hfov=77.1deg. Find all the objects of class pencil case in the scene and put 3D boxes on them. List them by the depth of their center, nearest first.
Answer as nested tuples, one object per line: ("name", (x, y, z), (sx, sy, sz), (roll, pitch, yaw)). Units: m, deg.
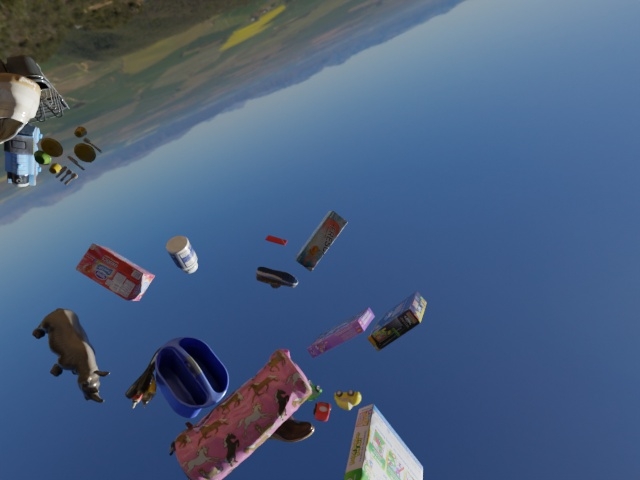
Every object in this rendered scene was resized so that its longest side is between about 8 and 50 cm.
("pencil case", (-0.201, 0.469, 1.082), (0.386, 0.167, 0.160), (-37, 177, -17))

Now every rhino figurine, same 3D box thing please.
("rhino figurine", (-0.534, 0.252, 0.871), (0.106, 0.243, 0.073), (-49, 161, 23))

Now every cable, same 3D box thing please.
("cable", (-0.733, 0.586, 1.722), (0.139, 0.072, 0.287), (-23, -155, 14))

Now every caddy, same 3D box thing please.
("caddy", (-0.546, 0.567, 1.693), (0.341, 0.179, 0.241), (43, -141, 21))

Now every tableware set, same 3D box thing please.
("tableware set", (-0.594, -0.207, 0.941), (0.154, 0.104, 0.024), (-33, -149, 20))

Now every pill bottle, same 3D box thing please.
("pill bottle", (-0.415, 0.046, 1.218), (0.067, 0.120, 0.067), (-3, -129, 4))

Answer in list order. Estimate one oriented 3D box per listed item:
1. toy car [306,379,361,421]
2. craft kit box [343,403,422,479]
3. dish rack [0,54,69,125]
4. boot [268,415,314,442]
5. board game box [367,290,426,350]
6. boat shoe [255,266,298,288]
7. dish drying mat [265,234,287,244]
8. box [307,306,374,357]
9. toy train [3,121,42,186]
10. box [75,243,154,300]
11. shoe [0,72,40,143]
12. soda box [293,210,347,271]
("toy car", (0.000, 0.577, 1.452), (0.239, 0.225, 0.053), (-39, -155, 31))
("craft kit box", (0.163, 0.587, 0.986), (0.061, 0.250, 0.246), (-32, -169, 23))
("dish rack", (-0.665, -0.291, 0.856), (0.208, 0.074, 0.271), (-20, -179, -17))
("boot", (-0.156, 0.723, 1.662), (0.248, 0.207, 0.090), (-4, -167, 1))
("board game box", (0.209, 0.213, 1.081), (0.141, 0.048, 0.170), (-42, 173, 20))
("boat shoe", (-0.187, 0.168, 1.716), (0.183, 0.066, 0.066), (19, -153, 4))
("dish drying mat", (-0.176, -0.001, 1.601), (0.083, 0.008, 0.032), (16, -137, 11))
("box", (0.097, 0.424, 1.858), (0.293, 0.057, 0.201), (-34, 176, 22))
("toy train", (-0.784, -0.226, 1.051), (0.080, 0.184, 0.105), (6, -152, -29))
("box", (-0.846, 0.133, 1.662), (0.128, 0.257, 0.122), (-60, 176, -9))
("shoe", (-0.466, -0.166, 0.548), (0.219, 0.058, 0.076), (-8, 174, 27))
("soda box", (0.000, 0.000, 1.180), (0.183, 0.058, 0.063), (-54, -170, -3))
